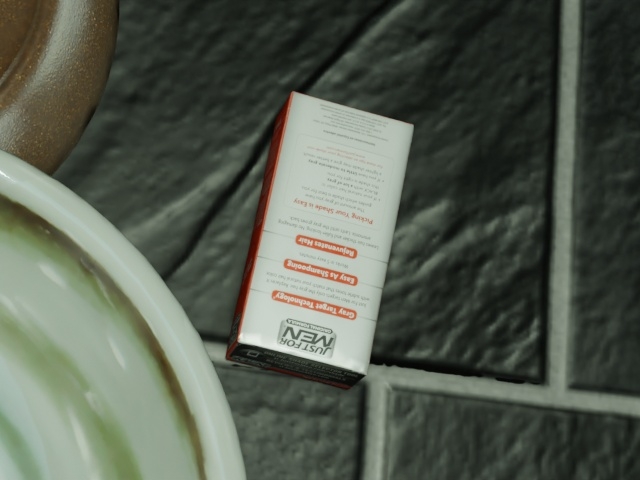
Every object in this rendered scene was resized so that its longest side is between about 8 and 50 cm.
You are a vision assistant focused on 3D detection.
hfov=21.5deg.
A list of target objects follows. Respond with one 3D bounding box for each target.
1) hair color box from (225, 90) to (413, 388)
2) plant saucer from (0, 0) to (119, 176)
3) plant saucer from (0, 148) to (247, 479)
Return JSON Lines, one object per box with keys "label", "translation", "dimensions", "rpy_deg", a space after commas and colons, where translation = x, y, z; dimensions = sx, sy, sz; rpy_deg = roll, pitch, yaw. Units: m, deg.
{"label": "hair color box", "translation": [0.000, 0.000, 0.889], "dimensions": [0.072, 0.043, 0.141], "rpy_deg": [15, 70, -9]}
{"label": "plant saucer", "translation": [-0.256, -0.138, 0.866], "dimensions": [0.310, 0.050, 0.311], "rpy_deg": [4, 74, -13]}
{"label": "plant saucer", "translation": [-0.234, 0.137, 0.755], "dimensions": [0.400, 0.100, 0.400], "rpy_deg": [5, 68, -12]}
